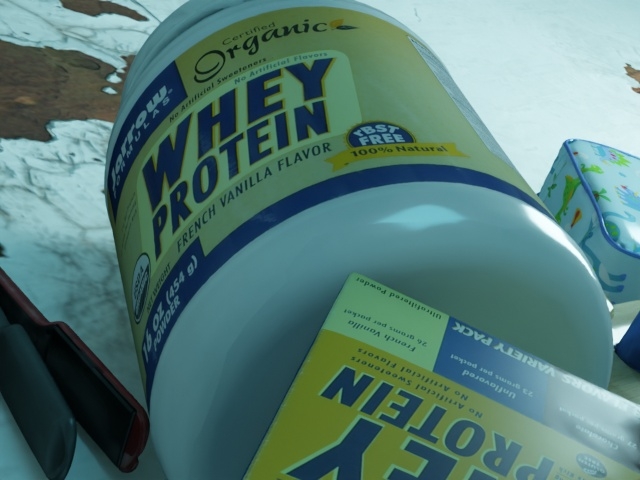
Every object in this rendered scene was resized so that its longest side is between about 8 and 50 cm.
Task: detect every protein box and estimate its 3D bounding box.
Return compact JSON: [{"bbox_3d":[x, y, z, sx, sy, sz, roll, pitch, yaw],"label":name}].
[{"bbox_3d":[0.014,0.158,0.448,0.136,0.200,0.201,25,28,3],"label":"protein box"}]

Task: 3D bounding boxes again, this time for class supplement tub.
[{"bbox_3d":[0.000,0.000,0.689,0.228,0.228,0.316,11,29,-23],"label":"supplement tub"}]

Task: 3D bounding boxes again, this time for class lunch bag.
[{"bbox_3d":[0.283,0.007,1.050,0.176,0.090,0.219,17,28,-11],"label":"lunch bag"}]

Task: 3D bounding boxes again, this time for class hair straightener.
[{"bbox_3d":[-0.184,0.046,0.661,0.089,0.047,0.230,-3,37,-42],"label":"hair straightener"}]

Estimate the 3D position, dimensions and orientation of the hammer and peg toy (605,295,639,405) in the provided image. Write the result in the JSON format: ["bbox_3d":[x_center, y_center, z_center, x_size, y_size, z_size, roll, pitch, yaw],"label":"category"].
[{"bbox_3d":[0.280,0.121,0.804,0.361,0.127,0.266,-6,39,-49],"label":"hammer and peg toy"}]
